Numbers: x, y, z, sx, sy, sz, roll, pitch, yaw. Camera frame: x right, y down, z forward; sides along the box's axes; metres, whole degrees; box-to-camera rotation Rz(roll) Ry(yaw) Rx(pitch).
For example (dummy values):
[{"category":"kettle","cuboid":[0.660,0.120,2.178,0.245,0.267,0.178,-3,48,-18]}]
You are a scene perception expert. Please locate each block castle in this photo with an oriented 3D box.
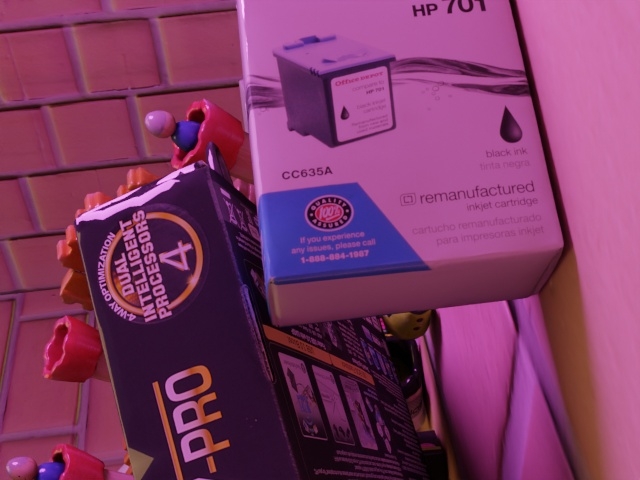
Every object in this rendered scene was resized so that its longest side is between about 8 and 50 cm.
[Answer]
[{"category":"block castle","cuboid":[-0.187,0.086,1.141,0.453,0.213,0.303,-53,32,28]}]

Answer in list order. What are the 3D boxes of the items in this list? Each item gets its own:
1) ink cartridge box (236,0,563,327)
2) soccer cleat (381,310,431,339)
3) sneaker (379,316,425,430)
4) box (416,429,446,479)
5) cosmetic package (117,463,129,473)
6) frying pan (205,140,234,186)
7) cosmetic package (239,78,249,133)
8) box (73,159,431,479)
[{"category":"ink cartridge box","cuboid":[0.032,-0.062,0.513,0.082,0.139,0.191,90,173,-70]},{"category":"soccer cleat","cuboid":[0.066,0.000,0.888,0.072,0.060,0.179,110,149,-62]},{"category":"sneaker","cuboid":[0.066,0.108,1.002,0.075,0.063,0.170,86,171,-47]},{"category":"box","cuboid":[0.083,0.225,0.911,0.052,0.062,0.083,-105,10,-78]},{"category":"cosmetic package","cuboid":[-0.100,0.469,1.299,0.327,0.329,0.394,-47,34,33]},{"category":"frying pan","cuboid":[-0.067,0.077,0.836,0.326,0.053,0.197,65,-168,-3]},{"category":"cosmetic package","cuboid":[-0.034,-0.068,1.636,0.217,0.156,0.385,-110,15,-70]},{"category":"box","cuboid":[0.002,0.159,0.658,0.395,0.097,0.318,42,-154,-69]}]
